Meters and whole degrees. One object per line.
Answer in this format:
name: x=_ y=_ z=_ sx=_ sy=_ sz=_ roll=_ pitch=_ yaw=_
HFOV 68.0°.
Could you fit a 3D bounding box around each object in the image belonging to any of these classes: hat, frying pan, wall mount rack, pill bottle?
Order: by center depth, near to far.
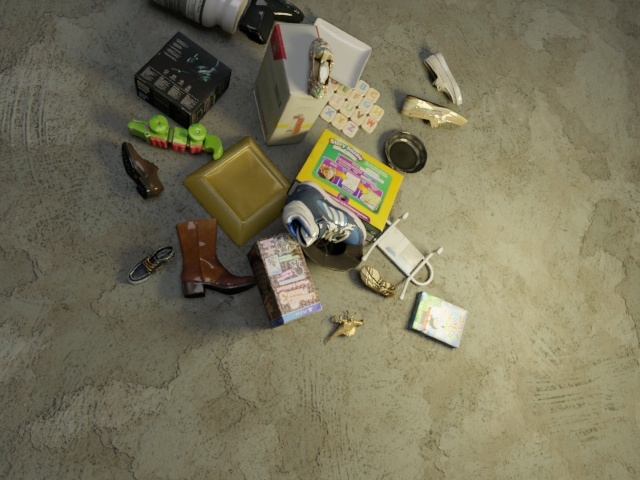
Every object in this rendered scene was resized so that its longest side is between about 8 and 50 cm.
hat: x=0.000 y=0.000 z=1.768 sx=0.332 sy=0.134 sz=0.331 roll=22 pitch=48 yaw=-28
wall mount rack: x=0.307 y=0.062 z=1.858 sx=0.350 sy=0.130 sz=0.304 roll=46 pitch=68 yaw=-1
pill bottle: x=-0.483 y=-0.974 z=1.858 sx=0.363 sy=0.210 sz=0.210 roll=23 pitch=70 yaw=-10
frying pan: x=0.339 y=-0.319 z=2.010 sx=0.197 sy=0.053 sz=0.325 roll=29 pitch=69 yaw=-8

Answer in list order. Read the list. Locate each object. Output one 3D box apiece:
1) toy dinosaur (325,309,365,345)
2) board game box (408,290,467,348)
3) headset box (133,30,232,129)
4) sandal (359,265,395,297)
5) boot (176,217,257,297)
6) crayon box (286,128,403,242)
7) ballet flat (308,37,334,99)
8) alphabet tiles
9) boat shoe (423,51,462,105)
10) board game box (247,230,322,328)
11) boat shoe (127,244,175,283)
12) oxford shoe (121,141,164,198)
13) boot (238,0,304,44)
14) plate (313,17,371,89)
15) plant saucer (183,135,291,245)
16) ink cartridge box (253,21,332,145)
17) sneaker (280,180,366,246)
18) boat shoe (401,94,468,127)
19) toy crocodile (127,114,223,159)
toy dinosaur: x=0.088 y=0.318 z=1.768 sx=0.183 sy=0.053 sz=0.092 roll=-24 pitch=85 yaw=-21
board game box: x=0.471 y=0.316 z=1.890 sx=0.212 sy=0.039 sz=0.160 roll=25 pitch=70 yaw=-10
headset box: x=-0.509 y=-0.607 z=1.794 sx=0.246 sy=0.131 sz=0.283 roll=34 pitch=69 yaw=-5
sandal: x=0.217 y=0.165 z=1.854 sx=0.180 sy=0.049 sz=0.072 roll=36 pitch=74 yaw=-21
boot: x=-0.372 y=0.056 z=1.701 sx=0.265 sy=0.096 sz=0.280 roll=-6 pitch=70 yaw=-10
crayon box: x=0.101 y=-0.211 z=1.784 sx=0.363 sy=0.106 sz=0.313 roll=31 pitch=51 yaw=-6
ballet flat: x=0.009 y=-0.578 z=1.561 sx=0.091 sy=0.077 sz=0.240 roll=7 pitch=72 yaw=-18
alphabet tiles: x=0.131 y=-0.586 z=2.039 sx=0.284 sy=0.021 sz=0.277 roll=34 pitch=69 yaw=-5
boat shoe: x=0.558 y=-0.729 z=2.170 sx=0.088 sy=0.096 sz=0.267 roll=-25 pitch=90 yaw=7
board game box: x=-0.132 y=0.141 z=1.654 sx=0.141 sy=0.232 sz=0.290 roll=-17 pitch=81 yaw=-19
boat shoe: x=-0.579 y=0.076 z=1.617 sx=0.183 sy=0.083 sz=0.065 roll=-39 pitch=89 yaw=-22
oxford shoe: x=-0.638 y=-0.257 z=1.701 sx=0.096 sy=0.083 sz=0.227 roll=-27 pitch=85 yaw=-40
boot: x=-0.206 y=-0.913 z=1.991 sx=0.247 sy=0.094 sz=0.207 roll=21 pitch=87 yaw=-31
plate: x=0.060 y=-0.798 z=2.049 sx=0.278 sy=0.045 sz=0.277 roll=26 pitch=63 yaw=-8
plant saucer: x=-0.283 y=-0.204 z=1.782 sx=0.333 sy=0.081 sz=0.332 roll=-41 pitch=90 yaw=-22
ink cartridge box: x=-0.115 y=-0.565 z=1.766 sx=0.161 sy=0.385 sz=0.278 roll=-8 pitch=78 yaw=-22
sneaker: x=0.005 y=-0.030 z=1.595 sx=0.323 sy=0.130 sz=0.236 roll=42 pitch=45 yaw=-20
boat shoe: x=0.505 y=-0.555 z=2.108 sx=0.303 sy=0.109 sz=0.098 roll=15 pitch=111 yaw=-13
toy crocodile: x=-0.526 y=-0.373 z=1.735 sx=0.341 sy=0.115 sz=0.105 roll=10 pitch=74 yaw=-14
